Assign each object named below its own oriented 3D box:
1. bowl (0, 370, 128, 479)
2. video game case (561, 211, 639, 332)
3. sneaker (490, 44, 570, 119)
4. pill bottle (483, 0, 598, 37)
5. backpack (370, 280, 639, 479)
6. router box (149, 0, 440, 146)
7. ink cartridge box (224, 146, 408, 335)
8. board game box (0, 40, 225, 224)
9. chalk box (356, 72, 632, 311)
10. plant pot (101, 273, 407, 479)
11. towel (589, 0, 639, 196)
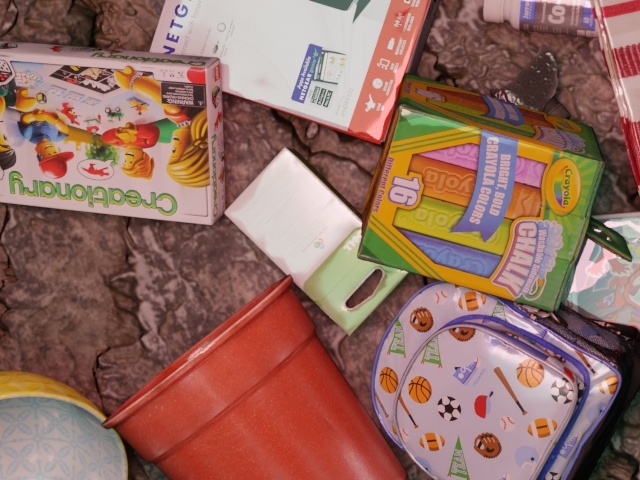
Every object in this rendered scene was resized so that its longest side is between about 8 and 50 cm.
[{"bbox_3d":[-0.388,0.257,1.862,0.289,0.156,0.289,-12,123,-20],"label":"bowl"},{"bbox_3d":[0.368,0.058,1.810,0.201,0.023,0.183,-5,89,10],"label":"video game case"},{"bbox_3d":[0.220,-0.141,1.826,0.170,0.051,0.089,-39,83,3],"label":"sneaker"},{"bbox_3d":[0.259,-0.276,1.803,0.137,0.078,0.078,7,91,10],"label":"pill bottle"},{"bbox_3d":[0.188,0.166,1.749,0.263,0.213,0.276,34,105,25],"label":"backpack"},{"bbox_3d":[-0.010,-0.312,1.849,0.301,0.082,0.335,18,93,10],"label":"router box"},{"bbox_3d":[0.000,0.000,1.856,0.209,0.062,0.109,44,97,7],"label":"ink cartridge box"},{"bbox_3d":[-0.265,-0.129,1.864,0.305,0.053,0.193,6,114,16],"label":"board game box"},{"bbox_3d":[0.203,-0.047,1.715,0.289,0.180,0.179,15,107,-1],"label":"chalk box"},{"bbox_3d":[-0.059,0.225,1.779,0.272,0.272,0.265,-38,92,8],"label":"plant pot"},{"bbox_3d":[0.428,-0.198,1.756,0.237,0.037,0.329,-14,88,-15],"label":"towel"}]
